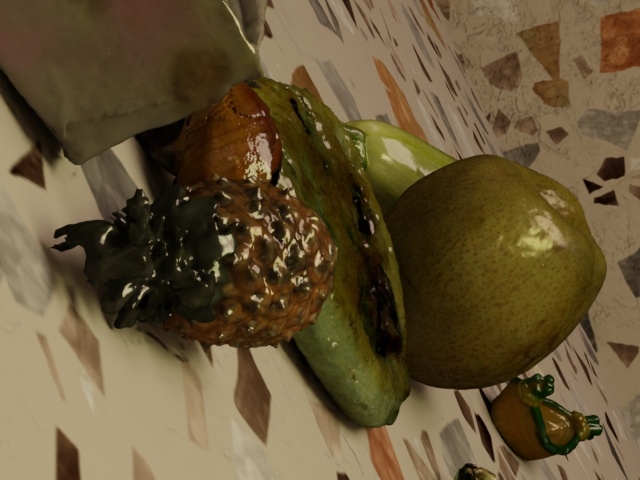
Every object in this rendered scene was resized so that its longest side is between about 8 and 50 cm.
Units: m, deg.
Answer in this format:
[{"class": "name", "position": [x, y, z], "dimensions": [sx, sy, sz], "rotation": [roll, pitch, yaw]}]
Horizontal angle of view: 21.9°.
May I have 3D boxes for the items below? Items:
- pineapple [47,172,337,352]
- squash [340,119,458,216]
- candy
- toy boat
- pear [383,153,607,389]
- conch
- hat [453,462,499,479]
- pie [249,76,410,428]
[{"class": "pineapple", "position": [-0.067, 0.010, 0.893], "dimensions": [0.198, 0.108, 0.108], "rotation": [9, 55, -66]}, {"class": "squash", "position": [0.081, -0.062, 1.604], "dimensions": [0.287, 0.137, 0.137], "rotation": [41, 23, -36]}, {"class": "candy", "position": [-0.122, -0.161, 0.921], "dimensions": [0.195, 0.137, 0.185], "rotation": [59, 13, -25]}, {"class": "toy boat", "position": [0.253, 0.199, 1.865], "dimensions": [0.229, 0.088, 0.089], "rotation": [40, 25, -61]}, {"class": "pear", "position": [0.138, 0.033, 1.476], "dimensions": [0.188, 0.211, 0.228], "rotation": [50, 18, 20]}, {"class": "conch", "position": [-0.074, -0.078, 1.068], "dimensions": [0.080, 0.086, 0.232], "rotation": [37, 31, -66]}, {"class": "hat", "position": [0.140, 0.232, 1.389], "dimensions": [0.076, 0.059, 0.077], "rotation": [27, 7, -6]}, {"class": "pie", "position": [0.000, 0.000, 1.265], "dimensions": [0.323, 0.070, 0.323], "rotation": [60, 13, -24]}]
